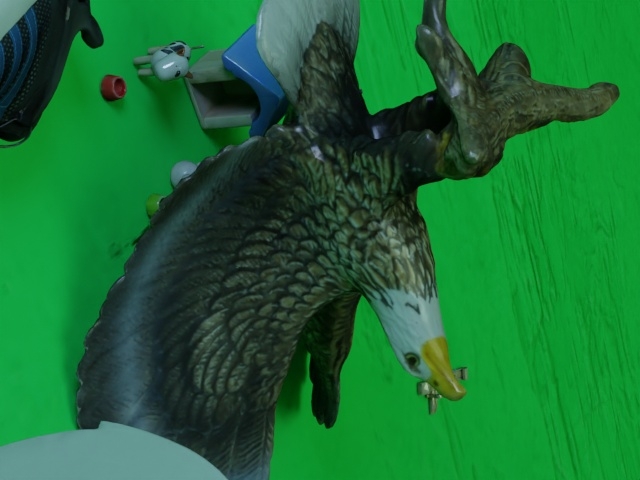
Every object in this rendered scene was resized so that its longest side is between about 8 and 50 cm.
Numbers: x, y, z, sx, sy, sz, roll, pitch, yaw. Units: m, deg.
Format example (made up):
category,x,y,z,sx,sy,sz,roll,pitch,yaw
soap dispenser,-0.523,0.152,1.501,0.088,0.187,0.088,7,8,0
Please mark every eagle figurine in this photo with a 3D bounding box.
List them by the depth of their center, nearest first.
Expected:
category,x,y,z,sx,sy,sz,roll,pitch,yaw
eagle figurine,0.003,0.009,0.774,0.226,0.298,0.225,24,42,-31

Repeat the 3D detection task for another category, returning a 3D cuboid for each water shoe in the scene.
category,x,y,z,sx,sy,sz,roll,pitch,yaw
water shoe,-0.157,-0.070,0.628,0.203,0.073,0.080,-59,139,-41

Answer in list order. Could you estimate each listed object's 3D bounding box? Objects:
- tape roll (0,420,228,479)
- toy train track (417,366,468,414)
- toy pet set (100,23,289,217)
category,x,y,z,sx,sy,sz,roll,pitch,yaw
tape roll,-0.101,0.220,0.546,0.246,0.246,0.169,-60,137,-40
toy train track,0.103,0.113,1.115,0.083,0.014,0.048,-8,96,-59
toy pet set,-0.055,-0.066,0.806,0.114,0.065,0.122,-52,132,-46
